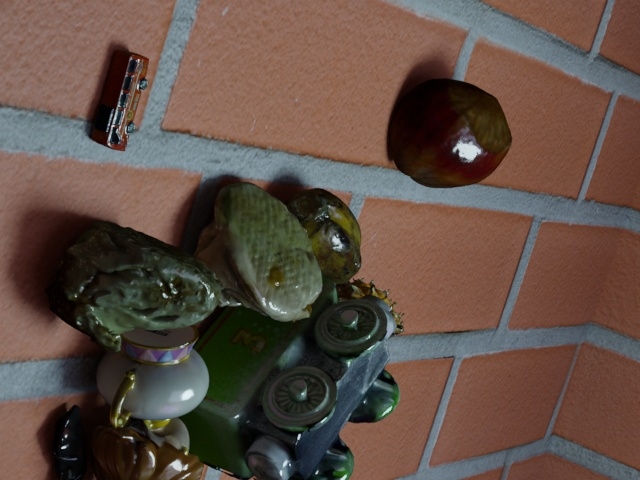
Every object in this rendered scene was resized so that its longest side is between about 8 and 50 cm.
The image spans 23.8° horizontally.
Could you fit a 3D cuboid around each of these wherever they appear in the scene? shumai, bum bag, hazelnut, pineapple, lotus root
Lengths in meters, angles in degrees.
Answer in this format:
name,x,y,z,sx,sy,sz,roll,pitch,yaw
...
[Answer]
name,x,y,z,sx,sy,sz,roll,pitch,yaw
shumai,-0.212,0.066,1.698,0.142,0.184,0.184,-64,154,4
bum bag,-0.300,0.255,1.826,0.058,0.034,0.124,-61,156,-47
shumai,-0.097,0.032,1.957,0.201,0.120,0.201,36,38,-35
hazelnut,0.200,-0.170,2.355,0.201,0.160,0.170,20,76,-27
pineapple,0.026,0.104,2.232,0.137,0.176,0.161,65,14,3
lotus root,0.000,0.000,2.119,0.120,0.120,0.209,-59,150,-19

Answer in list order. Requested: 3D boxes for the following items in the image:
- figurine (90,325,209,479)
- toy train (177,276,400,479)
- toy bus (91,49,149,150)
name,x,y,z,sx,sy,sz,roll,pitch,yaw
figurine,-0.212,0.228,1.850,0.189,0.142,0.263,-26,129,-58
toy train,-0.041,0.186,2.020,0.307,0.249,0.173,-51,146,-33
toy bus,-0.222,-0.155,1.682,0.043,0.031,0.110,5,103,-60
